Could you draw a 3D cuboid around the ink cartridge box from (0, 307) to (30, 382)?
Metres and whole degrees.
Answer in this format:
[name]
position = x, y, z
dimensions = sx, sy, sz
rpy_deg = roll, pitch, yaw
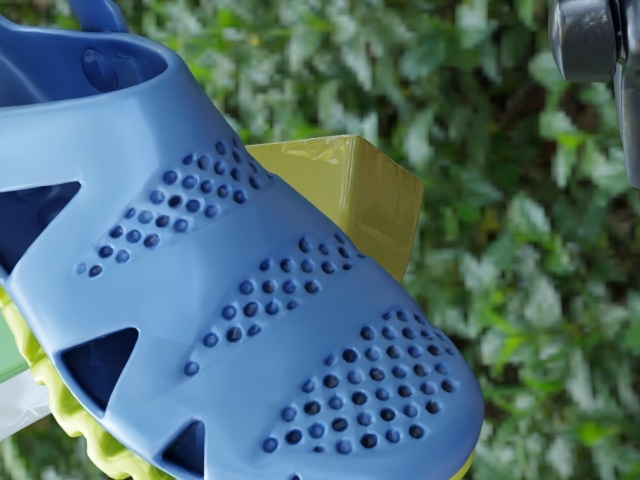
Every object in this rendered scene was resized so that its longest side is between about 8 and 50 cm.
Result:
[ink cartridge box]
position = -0.261, 0.013, 0.864
dimensions = 0.198, 0.273, 0.115
rpy_deg = 63, -175, -2

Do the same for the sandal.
[sandal]
position = -0.072, -0.013, 0.685
dimensions = 0.317, 0.126, 0.138
rpy_deg = 36, 140, 14

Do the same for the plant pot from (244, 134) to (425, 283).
[plant pot]
position = 0.000, 0.000, 0.961
dimensions = 0.081, 0.081, 0.083
rpy_deg = -5, 71, 29

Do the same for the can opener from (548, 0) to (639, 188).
[can opener]
position = 0.159, -0.089, 0.928
dimensions = 0.186, 0.073, 0.059
rpy_deg = 61, -149, -61

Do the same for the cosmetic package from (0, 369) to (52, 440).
[cosmetic package]
position = -0.159, 0.046, 1.318
dimensions = 0.085, 0.231, 0.117
rpy_deg = 55, -164, -13
